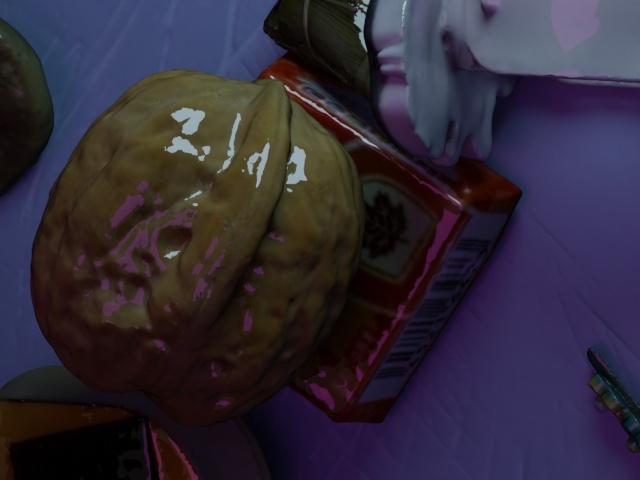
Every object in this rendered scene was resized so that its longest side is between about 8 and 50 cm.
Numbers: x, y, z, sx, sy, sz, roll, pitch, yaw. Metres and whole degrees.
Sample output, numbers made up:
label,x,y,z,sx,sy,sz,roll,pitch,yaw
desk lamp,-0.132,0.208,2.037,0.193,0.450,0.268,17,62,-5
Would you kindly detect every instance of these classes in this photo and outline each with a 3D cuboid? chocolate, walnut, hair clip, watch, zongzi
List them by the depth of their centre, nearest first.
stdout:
label,x,y,z,sx,sy,sz,roll,pitch,yaw
watch,0.170,-0.142,1.118,0.231,0.244,0.196,8,98,26
walnut,-0.085,-0.002,1.136,0.224,0.257,0.257,25,106,-16
zongzi,0.052,-0.205,1.208,0.178,0.081,0.189,40,110,45
hair clip,0.260,0.156,1.224,0.173,0.049,0.049,47,109,8
chocolate,0.000,0.000,1.269,0.235,0.108,0.237,36,108,14

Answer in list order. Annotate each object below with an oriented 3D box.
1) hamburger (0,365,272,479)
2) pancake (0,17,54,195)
label,x,y,z,sx,sy,sz,roll,pitch,yaw
hamburger,-0.185,0.219,1.341,0.295,0.151,0.227,3,91,27
pancake,-0.352,-0.108,1.360,0.242,0.050,0.242,3,124,4
